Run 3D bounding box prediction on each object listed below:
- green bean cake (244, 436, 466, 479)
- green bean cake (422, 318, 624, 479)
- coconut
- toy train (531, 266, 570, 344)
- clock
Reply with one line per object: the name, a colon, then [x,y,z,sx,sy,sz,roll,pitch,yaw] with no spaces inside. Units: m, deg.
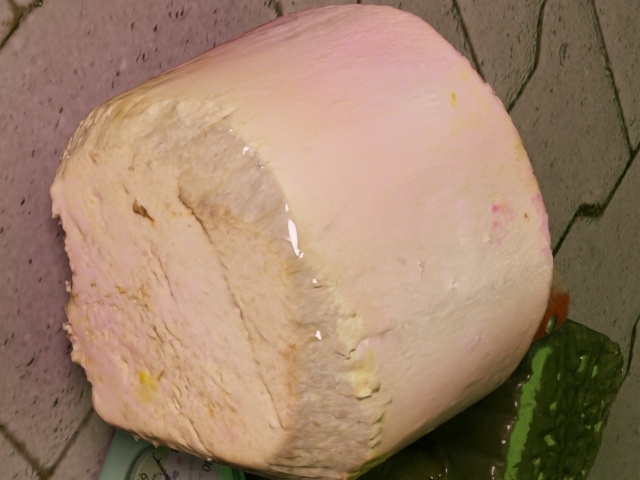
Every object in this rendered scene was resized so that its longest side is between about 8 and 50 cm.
green bean cake: [-0.013,0.218,1.381,0.200,0.214,0.113,-60,154,-17]
green bean cake: [0.185,0.187,1.776,0.222,0.125,0.248,18,91,-61]
coconut: [0.000,0.000,1.215,0.309,0.297,0.297,-26,128,-44]
toy train: [0.080,0.060,1.477,0.285,0.177,0.116,-19,124,-54]
clock: [-0.094,0.180,1.300,0.041,0.135,0.101,24,87,-61]
